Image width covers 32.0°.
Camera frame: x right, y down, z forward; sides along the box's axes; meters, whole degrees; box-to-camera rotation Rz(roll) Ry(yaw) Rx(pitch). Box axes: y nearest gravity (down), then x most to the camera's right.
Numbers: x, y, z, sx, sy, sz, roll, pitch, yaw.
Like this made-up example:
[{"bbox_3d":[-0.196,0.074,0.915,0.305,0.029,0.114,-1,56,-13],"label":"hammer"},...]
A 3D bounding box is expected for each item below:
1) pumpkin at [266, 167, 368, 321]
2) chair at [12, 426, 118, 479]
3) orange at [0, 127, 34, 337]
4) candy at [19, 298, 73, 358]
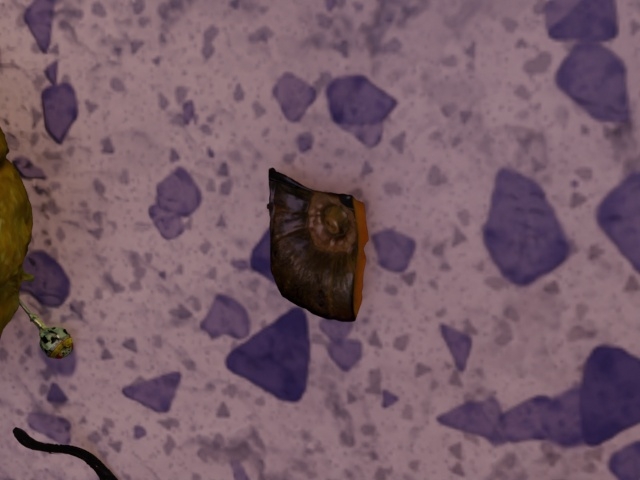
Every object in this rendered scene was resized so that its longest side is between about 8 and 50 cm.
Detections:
[{"bbox_3d":[-0.001,0.001,0.775,0.073,0.035,0.101,12,112,27],"label":"pumpkin"},{"bbox_3d":[-0.181,0.267,0.881,0.174,0.149,0.213,-43,131,21],"label":"chair"},{"bbox_3d":[-0.342,-0.008,0.783,0.300,0.223,0.301,37,119,0],"label":"orange"},{"bbox_3d":[-0.223,0.058,0.870,0.023,0.025,0.083,-38,81,-19],"label":"candy"}]
